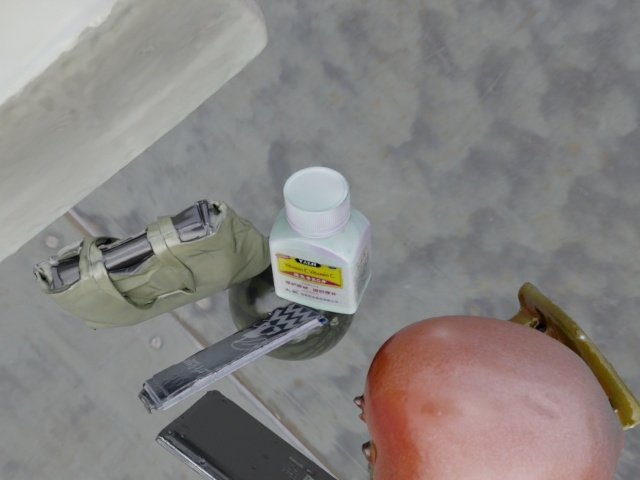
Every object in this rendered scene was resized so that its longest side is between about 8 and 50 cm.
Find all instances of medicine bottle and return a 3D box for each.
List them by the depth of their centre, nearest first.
[{"bbox_3d":[0.000,0.000,0.854,0.074,0.118,0.055,15,50,16],"label":"medicine bottle"}]

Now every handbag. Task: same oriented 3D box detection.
[{"bbox_3d":[-0.237,0.036,1.518,0.316,0.253,0.109,-20,72,7],"label":"handbag"}]

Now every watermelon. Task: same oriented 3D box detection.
[{"bbox_3d":[-0.045,0.091,1.696,0.212,0.212,0.212,0,87,-8],"label":"watermelon"}]

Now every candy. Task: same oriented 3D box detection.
[{"bbox_3d":[-0.225,-0.122,0.776,0.359,0.208,0.145,-39,75,3],"label":"candy"}]

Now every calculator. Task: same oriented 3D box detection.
[{"bbox_3d":[-0.127,0.162,1.485,0.274,0.166,0.028,-27,100,-14],"label":"calculator"}]

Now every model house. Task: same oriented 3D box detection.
[{"bbox_3d":[0.305,0.226,1.544,0.239,0.268,0.173,-33,115,-3],"label":"model house"}]

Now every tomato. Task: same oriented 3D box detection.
[{"bbox_3d":[0.206,0.239,1.282,0.322,0.321,0.321,0,87,-8],"label":"tomato"}]

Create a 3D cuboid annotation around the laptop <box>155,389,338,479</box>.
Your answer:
[{"bbox_3d":[-0.040,0.193,0.865,0.180,0.129,0.016,35,104,7],"label":"laptop"}]
